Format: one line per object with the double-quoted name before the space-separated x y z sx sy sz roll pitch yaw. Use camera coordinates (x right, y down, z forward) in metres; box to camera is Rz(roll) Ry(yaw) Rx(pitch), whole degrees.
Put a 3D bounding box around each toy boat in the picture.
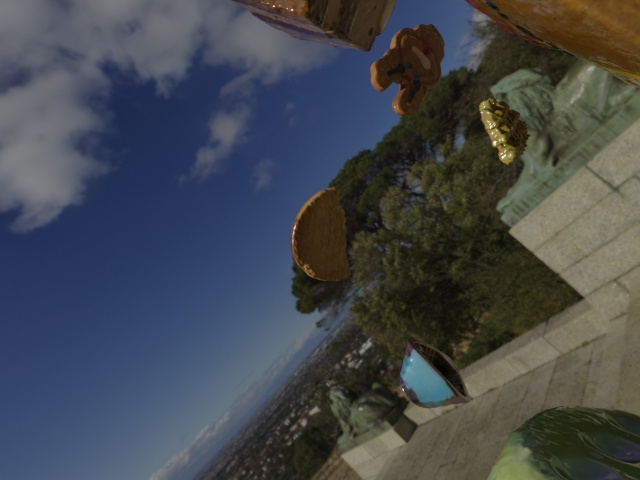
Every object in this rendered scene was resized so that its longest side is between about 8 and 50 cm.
"toy boat" 0.204 0.242 0.749 0.079 0.136 0.392 -44 -23 3

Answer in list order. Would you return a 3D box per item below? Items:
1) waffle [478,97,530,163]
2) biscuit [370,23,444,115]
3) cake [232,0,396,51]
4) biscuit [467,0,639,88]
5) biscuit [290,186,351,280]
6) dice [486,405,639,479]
"waffle" 0.379 -0.211 0.825 0.191 0.161 0.046 7 -31 -43
"biscuit" 0.282 -0.531 1.250 0.334 0.202 0.047 -54 22 -23
"cake" 0.000 -0.427 0.651 0.293 0.198 0.196 -16 -52 -59
"biscuit" 0.265 -0.230 0.447 0.052 0.262 0.277 -60 27 27
"biscuit" -0.001 0.000 0.929 0.144 0.225 0.033 -22 27 -19
"dice" 0.308 0.329 0.386 0.251 0.254 0.250 -3 -82 -41
